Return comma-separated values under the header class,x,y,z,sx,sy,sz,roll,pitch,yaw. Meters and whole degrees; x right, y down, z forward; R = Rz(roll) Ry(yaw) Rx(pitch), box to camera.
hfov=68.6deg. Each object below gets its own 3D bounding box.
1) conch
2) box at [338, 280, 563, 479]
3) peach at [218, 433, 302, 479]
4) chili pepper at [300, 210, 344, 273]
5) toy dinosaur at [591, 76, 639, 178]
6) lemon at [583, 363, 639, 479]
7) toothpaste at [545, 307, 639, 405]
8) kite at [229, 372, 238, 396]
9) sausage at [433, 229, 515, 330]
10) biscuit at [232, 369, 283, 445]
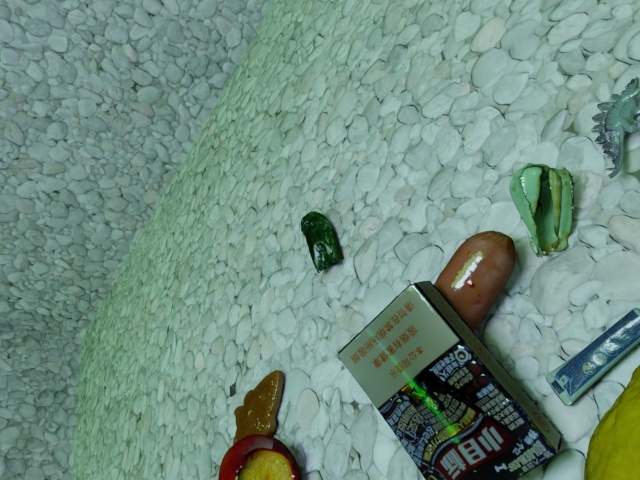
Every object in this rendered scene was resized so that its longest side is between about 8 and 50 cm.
class,x,y,z,sx,sy,sz,roll,pitch,yaw
conch,0.387,-0.060,0.797,0.106,0.079,0.170,-29,65,50
box,0.195,0.244,0.759,0.198,0.084,0.310,-48,66,23
peach,-0.130,0.551,1.041,0.196,0.190,0.226,-43,30,-6
chili pepper,-0.002,-0.001,1.285,0.098,0.061,0.224,-45,38,18
toy dinosaur,0.482,-0.179,0.756,0.082,0.039,0.209,-8,54,54
lemon,0.403,0.263,0.396,0.336,0.336,0.336,-29,50,42
toothpaste,0.410,0.159,0.674,0.197,0.035,0.057,-54,31,23
kite,-0.267,0.442,1.441,0.044,0.002,0.078,-19,59,47
sausage,0.256,0.096,0.846,0.259,0.114,0.113,-60,36,11
biscuit,-0.169,0.472,1.262,0.183,0.043,0.280,30,91,51
